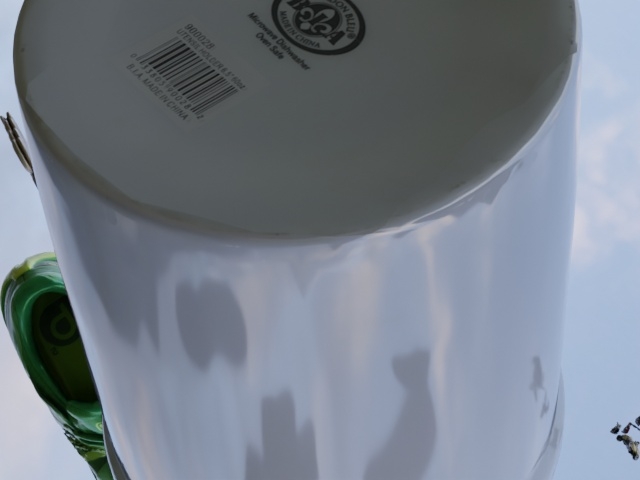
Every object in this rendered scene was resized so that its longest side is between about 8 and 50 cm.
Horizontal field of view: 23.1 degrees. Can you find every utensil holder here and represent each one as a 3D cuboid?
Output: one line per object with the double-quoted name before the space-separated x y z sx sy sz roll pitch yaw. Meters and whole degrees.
"utensil holder" 0.000 0.000 0.969 0.328 0.385 0.327 -2 -129 2

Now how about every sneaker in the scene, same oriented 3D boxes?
"sneaker" -0.154 0.142 1.219 0.109 0.295 0.123 -39 -175 -1

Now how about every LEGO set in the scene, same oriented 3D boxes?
"LEGO set" 0.241 0.139 1.114 0.023 0.054 0.083 -42 -153 -18

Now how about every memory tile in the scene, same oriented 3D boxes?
"memory tile" -0.278 -0.066 1.536 0.012 0.113 0.148 -30 -157 -5
